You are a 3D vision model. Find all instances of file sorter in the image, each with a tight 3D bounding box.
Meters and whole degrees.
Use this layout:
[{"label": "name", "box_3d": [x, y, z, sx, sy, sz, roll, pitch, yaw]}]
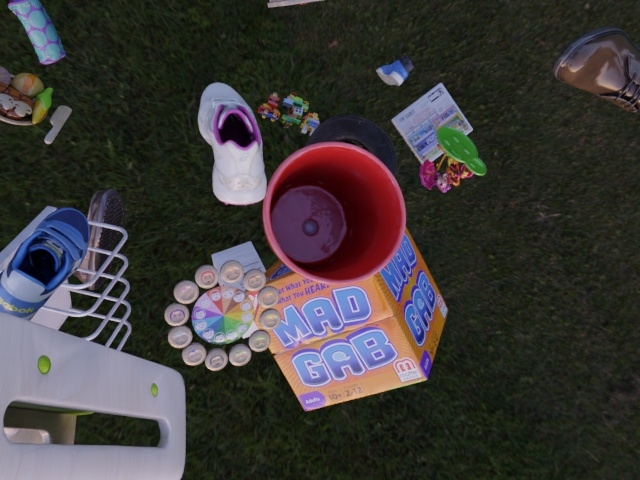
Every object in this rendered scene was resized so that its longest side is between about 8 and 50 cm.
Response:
[{"label": "file sorter", "box_3d": [-0.476, 0.115, 1.064, 0.173, 0.193, 0.278, 13, 127, 1]}]

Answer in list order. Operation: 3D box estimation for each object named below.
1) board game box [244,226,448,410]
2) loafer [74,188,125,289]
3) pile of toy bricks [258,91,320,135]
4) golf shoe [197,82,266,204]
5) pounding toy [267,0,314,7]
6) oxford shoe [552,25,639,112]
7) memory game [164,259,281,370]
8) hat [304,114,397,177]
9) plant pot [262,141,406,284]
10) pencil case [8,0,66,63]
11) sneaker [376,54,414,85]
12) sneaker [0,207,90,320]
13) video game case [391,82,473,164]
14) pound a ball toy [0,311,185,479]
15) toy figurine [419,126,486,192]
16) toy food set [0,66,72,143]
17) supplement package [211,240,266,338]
[{"label": "board game box", "box_3d": [0.083, 0.170, 1.481, 0.356, 0.356, 0.356, -23, 100, 27]}, {"label": "loafer", "box_3d": [-0.725, -0.008, 1.751, 0.130, 0.134, 0.366, 25, 115, 4]}, {"label": "pile of toy bricks", "box_3d": [-0.089, -0.443, 1.847, 0.212, 0.118, 0.105, 18, 63, -14]}, {"label": "golf shoe", "box_3d": [-0.155, -0.208, 1.000, 0.115, 0.140, 0.306, -8, 52, -17]}, {"label": "pounding toy", "box_3d": [-0.044, -0.832, 1.752, 0.269, 0.154, 0.155, -14, 115, -12]}, {"label": "oxford shoe", "box_3d": [0.396, -0.218, 0.728, 0.227, 0.083, 0.096, -3, 52, -32]}, {"label": "memory game", "box_3d": [-0.149, 0.119, 0.867, 0.186, 0.012, 0.186, -6, 108, -18]}, {"label": "hat", "box_3d": [0.090, -0.198, 1.648, 0.331, 0.134, 0.332, 2, 96, 21]}, {"label": "plant pot", "box_3d": [0.001, -0.041, 1.128, 0.274, 0.243, 0.275, 1, 85, -15]}, {"label": "pencil case", "box_3d": [-0.654, -0.488, 1.284, 0.070, 0.064, 0.152, -8, 134, 5]}, {"label": "sneaker", "box_3d": [0.228, -0.514, 1.662, 0.084, 0.152, 0.058, -45, 115, 3]}, {"label": "sneaker", "box_3d": [-0.244, 0.012, 0.504, 0.053, 0.144, 0.059, 33, 123, -21]}, {"label": "video game case", "box_3d": [0.373, -0.386, 1.852, 0.212, 0.023, 0.193, -37, 97, -6]}, {"label": "pound a ball toy", "box_3d": [-0.245, 0.163, 0.424, 0.208, 0.319, 0.136, -8, 67, 8]}, {"label": "toy figurine", "box_3d": [0.345, -0.195, 1.520, 0.130, 0.159, 0.173, -24, 70, -41]}, {"label": "toy food set", "box_3d": [-0.551, -0.264, 0.996, 0.192, 0.132, 0.038, 28, 130, -27]}, {"label": "supplement package", "box_3d": [-0.224, 0.148, 1.696, 0.133, 0.139, 0.244, -20, 53, -16]}]
